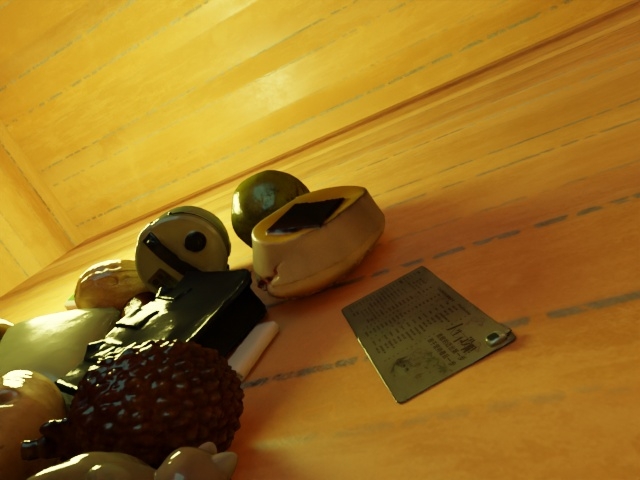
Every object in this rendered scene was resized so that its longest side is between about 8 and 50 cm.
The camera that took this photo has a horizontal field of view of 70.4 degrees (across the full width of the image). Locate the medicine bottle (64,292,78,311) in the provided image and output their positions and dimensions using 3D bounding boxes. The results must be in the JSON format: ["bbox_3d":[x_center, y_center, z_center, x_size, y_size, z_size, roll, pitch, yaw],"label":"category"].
[{"bbox_3d":[-0.698,0.184,1.407,0.219,0.078,0.115,-9,24,41],"label":"medicine bottle"}]

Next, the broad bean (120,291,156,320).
[{"bbox_3d":[-0.396,0.174,1.035,0.114,0.084,0.165,-21,19,-28],"label":"broad bean"}]

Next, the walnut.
[{"bbox_3d":[-0.512,0.128,1.149,0.197,0.165,0.165,3,5,-28],"label":"walnut"}]

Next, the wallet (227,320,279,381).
[{"bbox_3d":[-0.118,0.182,0.747,0.061,0.025,0.122,-21,19,36],"label":"wallet"}]

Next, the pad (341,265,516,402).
[{"bbox_3d":[0.128,0.111,0.635,0.160,0.009,0.265,-29,19,-3],"label":"pad"}]

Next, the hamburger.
[{"bbox_3d":[0.000,0.000,0.883,0.227,0.151,0.295,-1,24,40],"label":"hamburger"}]

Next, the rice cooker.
[{"bbox_3d":[-0.331,0.032,1.117,0.226,0.226,0.244,-29,14,-5],"label":"rice cooker"}]

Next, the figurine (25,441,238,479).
[{"bbox_3d":[-0.232,0.307,0.347,0.381,0.203,0.248,-34,0,22],"label":"figurine"}]

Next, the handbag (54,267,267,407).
[{"bbox_3d":[-0.279,0.183,0.816,0.269,0.118,0.326,-1,30,38],"label":"handbag"}]

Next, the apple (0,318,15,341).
[{"bbox_3d":[-0.783,0.297,1.037,0.207,0.237,0.237,-41,18,6],"label":"apple"}]

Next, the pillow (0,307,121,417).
[{"bbox_3d":[-0.556,0.251,0.921,0.255,0.119,0.322,-10,26,-7],"label":"pillow"}]

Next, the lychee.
[{"bbox_3d":[-0.204,0.211,0.523,0.238,0.200,0.200,-5,5,-33],"label":"lychee"}]

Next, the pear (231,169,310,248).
[{"bbox_3d":[-0.119,-0.072,1.129,0.212,0.212,0.269,-26,24,1],"label":"pear"}]

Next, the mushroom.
[{"bbox_3d":[-0.522,0.275,0.611,0.292,0.290,0.292,-35,18,14],"label":"mushroom"}]
